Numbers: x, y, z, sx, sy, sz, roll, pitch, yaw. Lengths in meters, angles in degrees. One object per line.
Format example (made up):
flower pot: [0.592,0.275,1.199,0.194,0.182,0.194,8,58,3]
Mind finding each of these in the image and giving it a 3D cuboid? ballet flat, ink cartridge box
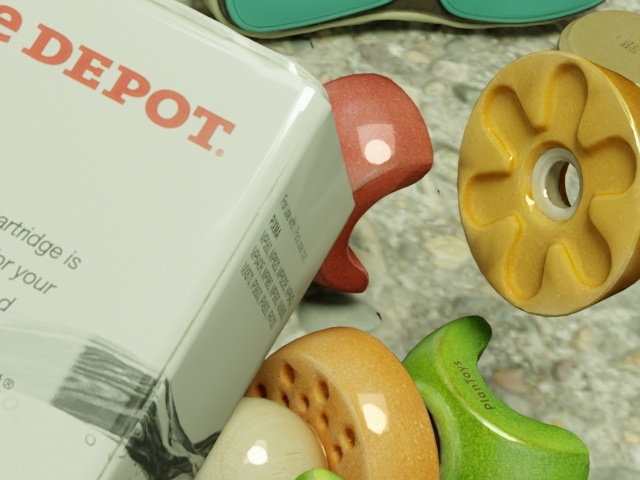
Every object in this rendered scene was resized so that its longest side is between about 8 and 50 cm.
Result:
ballet flat: [0.048,-0.162,0.922,0.248,0.086,0.086,-4,47,-17]
ink cartridge box: [-0.139,0.037,0.549,0.197,0.114,0.273,28,79,13]

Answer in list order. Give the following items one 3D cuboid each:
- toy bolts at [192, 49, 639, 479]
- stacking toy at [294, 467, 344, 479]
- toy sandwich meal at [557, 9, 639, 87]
toy bolts: [0.000,0.000,0.652,0.158,0.218,0.228,-3,38,-36]
stacking toy: [-0.015,0.222,0.353,0.130,0.279,0.309,27,29,-3]
toy sandwich meal: [0.172,-0.097,0.921,0.085,0.029,0.085,5,45,-5]
